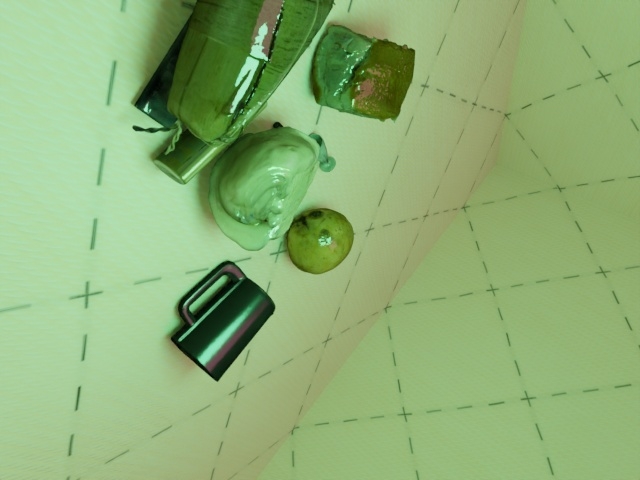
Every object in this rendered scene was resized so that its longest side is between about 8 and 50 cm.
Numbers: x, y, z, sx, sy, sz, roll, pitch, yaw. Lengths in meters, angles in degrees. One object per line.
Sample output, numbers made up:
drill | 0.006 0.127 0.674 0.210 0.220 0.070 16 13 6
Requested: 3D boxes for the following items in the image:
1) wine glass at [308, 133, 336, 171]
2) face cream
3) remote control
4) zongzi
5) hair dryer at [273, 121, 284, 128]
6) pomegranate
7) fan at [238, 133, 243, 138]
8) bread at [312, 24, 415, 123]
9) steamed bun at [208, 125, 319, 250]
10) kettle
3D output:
wine glass | 0.001 -0.300 1.509 0.073 0.073 0.155 -57 154 -2
face cream | -0.263 -0.259 1.050 0.285 0.139 0.067 -48 140 -14
remote control | -0.275 -0.431 0.977 0.378 0.044 0.107 -58 156 -1
zongzi | -0.130 -0.391 1.013 0.500 0.218 0.467 -62 163 19
hair dryer | -0.141 -0.315 1.323 0.083 0.026 0.047 -52 149 3
pomegranate | 0.000 0.000 1.620 0.260 0.260 0.261 -38 145 -33
fan | -0.225 -0.356 1.162 0.152 0.008 0.227 -37 144 -34
bread | 0.122 -0.510 1.336 0.278 0.224 0.250 -3 114 -44
steamed bun | -0.171 -0.157 1.206 0.339 0.247 0.352 -65 177 34
kettle | -0.332 0.259 1.444 0.308 0.262 0.203 -48 -175 -24
